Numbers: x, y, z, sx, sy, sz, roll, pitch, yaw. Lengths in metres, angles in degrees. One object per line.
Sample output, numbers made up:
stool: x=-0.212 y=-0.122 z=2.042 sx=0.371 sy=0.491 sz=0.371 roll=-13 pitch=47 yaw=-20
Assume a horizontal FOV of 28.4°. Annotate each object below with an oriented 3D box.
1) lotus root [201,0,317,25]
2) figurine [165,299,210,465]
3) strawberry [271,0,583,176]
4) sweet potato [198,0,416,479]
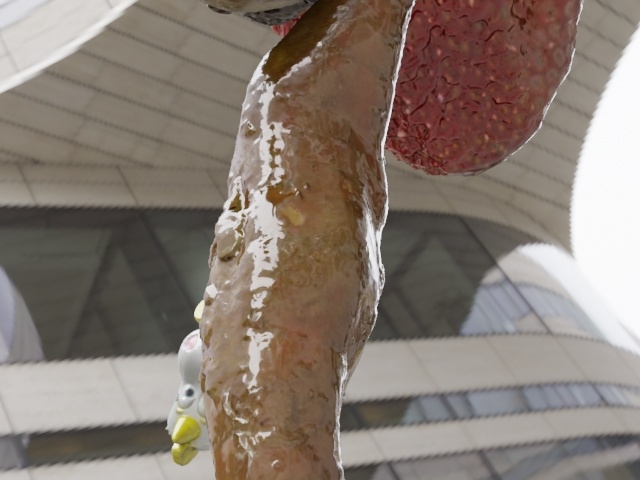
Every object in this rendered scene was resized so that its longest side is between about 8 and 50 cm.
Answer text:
lotus root: x=-0.071 y=-0.215 z=0.697 sx=0.141 sy=0.169 sz=0.314 roll=-61 pitch=-27 yaw=2
figurine: x=-0.091 y=0.129 z=1.162 sx=0.178 sy=0.109 sz=0.129 roll=-58 pitch=-9 yaw=-59
strawberry: x=0.099 y=-0.227 z=1.200 sx=0.312 sy=0.351 sz=0.267 roll=-17 pitch=10 yaw=28
sweet potato: x=-0.011 y=-0.001 z=0.658 sx=0.106 sy=0.354 sz=0.095 roll=-9 pitch=-33 yaw=36
